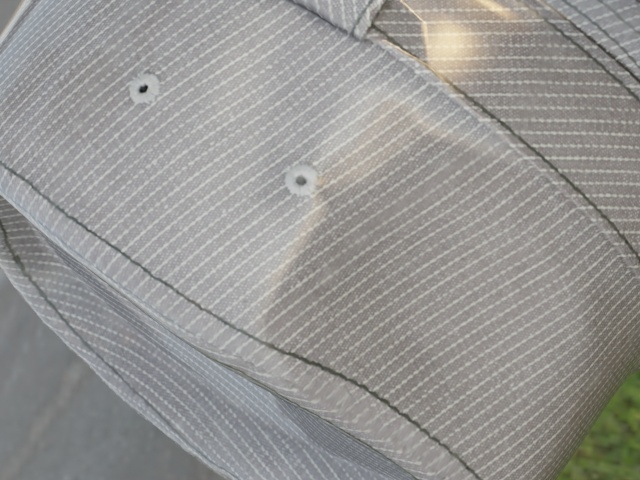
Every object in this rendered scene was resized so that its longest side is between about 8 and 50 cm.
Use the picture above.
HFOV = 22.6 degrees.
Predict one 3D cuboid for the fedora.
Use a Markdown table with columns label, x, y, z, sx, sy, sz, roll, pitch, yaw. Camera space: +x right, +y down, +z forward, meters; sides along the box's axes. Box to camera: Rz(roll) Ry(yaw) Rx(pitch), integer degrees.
| label | x | y | z | sx | sy | sz | roll | pitch | yaw |
| --- | --- | --- | --- | --- | --- | --- | --- | --- | --- |
| fedora | 0.000 | 0.000 | 0.461 | 0.124 | 0.275 | 0.244 | -57 | -4 | -21 |
